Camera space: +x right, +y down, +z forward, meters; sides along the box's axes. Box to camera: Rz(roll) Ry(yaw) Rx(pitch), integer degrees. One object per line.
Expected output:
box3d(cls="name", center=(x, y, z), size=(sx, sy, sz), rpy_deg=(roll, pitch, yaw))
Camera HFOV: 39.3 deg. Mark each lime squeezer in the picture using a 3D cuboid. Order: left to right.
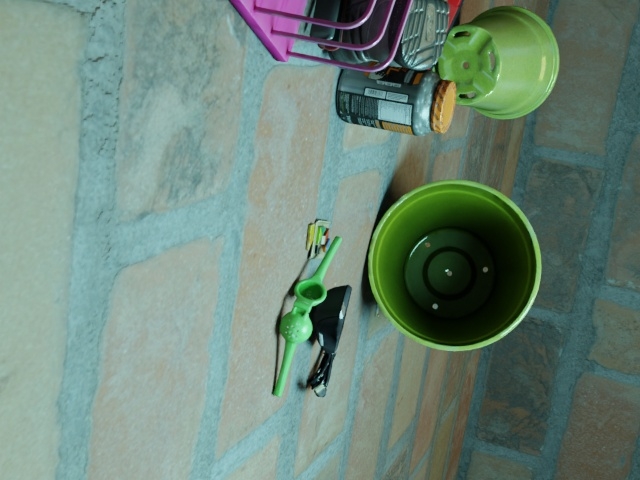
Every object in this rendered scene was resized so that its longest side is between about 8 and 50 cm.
box3d(cls="lime squeezer", center=(-0.021, 0.124, 1.573), size=(0.110, 0.058, 0.311), rpy_deg=(43, 65, -61))

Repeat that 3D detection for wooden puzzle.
box3d(cls="wooden puzzle", center=(0.000, 0.000, 1.628), size=(0.116, 0.014, 0.079), rpy_deg=(-15, 117, -69))

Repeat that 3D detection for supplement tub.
box3d(cls="supplement tub", center=(0.134, -0.249, 1.571), size=(0.117, 0.190, 0.117), rpy_deg=(13, 90, -71))

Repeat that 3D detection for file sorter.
box3d(cls="file sorter", center=(0.004, -0.369, 1.149), size=(0.290, 0.182, 0.202), rpy_deg=(40, 65, -68))

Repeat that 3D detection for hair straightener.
box3d(cls="hair straightener", center=(0.023, -0.414, 1.371), size=(0.089, 0.047, 0.231), rpy_deg=(17, 87, -71))

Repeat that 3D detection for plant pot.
box3d(cls="plant pot", center=(0.305, 0.065, 2.083), size=(0.353, 0.366, 0.367), rpy_deg=(34, 70, -82))
box3d(cls="plant pot", center=(0.388, -0.416, 2.117), size=(0.254, 0.276, 0.276), rpy_deg=(-18, 120, -54))

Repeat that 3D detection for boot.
box3d(cls="boot", center=(0.114, -0.429, 1.381), size=(0.118, 0.222, 0.338), rpy_deg=(19, 92, -38))

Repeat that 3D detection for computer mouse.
box3d(cls="computer mouse", center=(0.005, 0.191, 1.688), size=(0.262, 0.060, 0.184), rpy_deg=(96, 10, -68))

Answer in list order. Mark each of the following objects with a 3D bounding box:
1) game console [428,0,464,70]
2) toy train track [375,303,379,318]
box3d(cls="game console", center=(0.243, -0.477, 1.758), size=(0.387, 0.060, 0.342), rpy_deg=(114, -2, -57))
box3d(cls="toy train track", center=(0.141, 0.145, 2.110), size=(0.048, 0.014, 0.083), rpy_deg=(-33, 134, -63))
